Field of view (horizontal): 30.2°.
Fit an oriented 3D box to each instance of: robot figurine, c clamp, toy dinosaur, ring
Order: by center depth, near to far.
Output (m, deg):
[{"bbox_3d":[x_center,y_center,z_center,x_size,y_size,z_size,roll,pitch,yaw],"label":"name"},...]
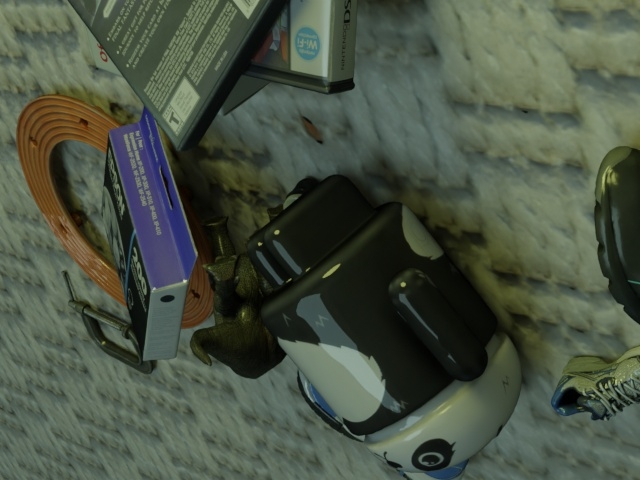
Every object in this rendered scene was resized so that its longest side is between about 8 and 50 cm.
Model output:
[{"bbox_3d":[0.056,0.079,1.073,0.173,0.209,0.278,-37,95,18],"label":"robot figurine"},{"bbox_3d":[-0.064,0.065,1.187,0.313,0.121,0.160,-106,2,-68],"label":"toy dinosaur"},{"bbox_3d":[-0.243,-0.034,1.436,0.337,0.032,0.336,29,142,25],"label":"ring"},{"bbox_3d":[-0.300,0.126,1.675,0.161,0.022,0.137,25,140,32],"label":"c clamp"}]

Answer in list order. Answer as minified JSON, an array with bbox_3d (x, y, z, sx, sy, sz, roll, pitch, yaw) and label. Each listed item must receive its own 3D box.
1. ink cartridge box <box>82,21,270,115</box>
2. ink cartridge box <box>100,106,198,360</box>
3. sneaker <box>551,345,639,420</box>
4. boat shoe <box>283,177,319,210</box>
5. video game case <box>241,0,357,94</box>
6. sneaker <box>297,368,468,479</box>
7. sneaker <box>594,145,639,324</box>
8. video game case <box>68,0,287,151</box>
[{"bbox_3d":[-0.139,-0.207,1.096,0.175,0.072,0.127,24,139,33],"label":"ink cartridge box"},{"bbox_3d":[-0.183,-0.010,1.238,0.208,0.045,0.206,111,144,-53],"label":"ink cartridge box"},{"bbox_3d":[0.251,0.129,1.009,0.052,0.058,0.135,54,146,-9],"label":"sneaker"},{"bbox_3d":[0.002,0.000,1.181,0.049,0.042,0.133,-4,124,25],"label":"boat shoe"},{"bbox_3d":[-0.081,-0.260,0.928,0.275,0.035,0.248,18,115,37],"label":"video game case"},{"bbox_3d":[0.072,0.179,1.262,0.211,0.080,0.081,32,139,7],"label":"sneaker"},{"bbox_3d":[0.282,0.043,0.876,0.106,0.101,0.267,-15,113,30],"label":"sneaker"},{"bbox_3d":[-0.142,-0.236,0.952,0.274,0.026,0.196,53,132,18],"label":"video game case"}]
